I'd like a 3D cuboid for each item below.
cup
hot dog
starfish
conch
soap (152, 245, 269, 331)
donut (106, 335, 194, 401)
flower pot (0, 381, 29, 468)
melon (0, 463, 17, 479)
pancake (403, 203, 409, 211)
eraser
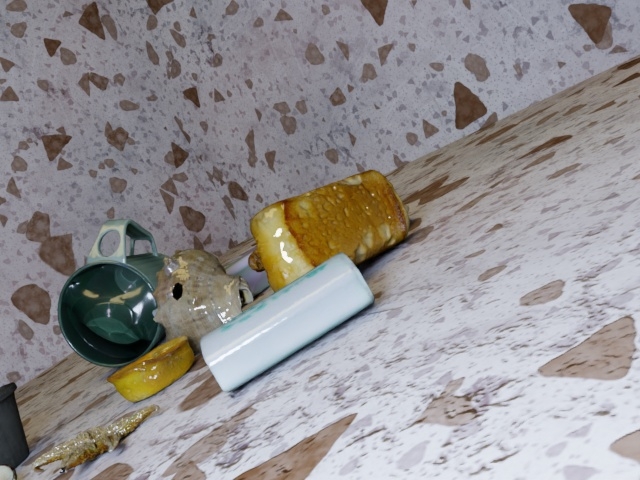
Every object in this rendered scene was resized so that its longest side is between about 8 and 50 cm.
[{"bbox_3d":[-0.563,0.151,2.136,0.401,0.310,0.392,-64,-3,10],"label":"cup"},{"bbox_3d":[-0.001,-0.002,1.465,0.405,0.185,0.223,-23,-10,-46],"label":"hot dog"},{"bbox_3d":[-0.394,0.356,1.226,0.240,0.043,0.227,-28,9,-14],"label":"starfish"},{"bbox_3d":[-0.305,0.144,1.653,0.186,0.263,0.324,16,-12,-31],"label":"conch"},{"bbox_3d":[-0.278,0.143,1.962,0.347,0.115,0.208,-35,9,-35],"label":"soap"},{"bbox_3d":[-0.356,0.280,1.496,0.174,0.074,0.190,-26,4,36],"label":"donut"},{"bbox_3d":[-0.757,0.453,1.535,0.269,0.166,0.269,-32,9,5],"label":"flower pot"},{"bbox_3d":[-0.652,0.483,1.356,0.182,0.054,0.098,-30,13,7],"label":"melon"},{"bbox_3d":[0.107,-0.006,1.732,0.282,0.049,0.282,-31,4,2],"label":"pancake"},{"bbox_3d":[-0.056,0.135,1.178,0.290,0.104,0.189,-31,11,-6],"label":"eraser"}]
